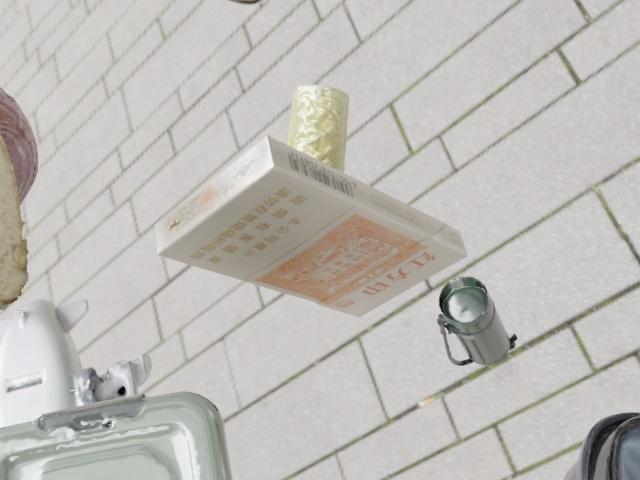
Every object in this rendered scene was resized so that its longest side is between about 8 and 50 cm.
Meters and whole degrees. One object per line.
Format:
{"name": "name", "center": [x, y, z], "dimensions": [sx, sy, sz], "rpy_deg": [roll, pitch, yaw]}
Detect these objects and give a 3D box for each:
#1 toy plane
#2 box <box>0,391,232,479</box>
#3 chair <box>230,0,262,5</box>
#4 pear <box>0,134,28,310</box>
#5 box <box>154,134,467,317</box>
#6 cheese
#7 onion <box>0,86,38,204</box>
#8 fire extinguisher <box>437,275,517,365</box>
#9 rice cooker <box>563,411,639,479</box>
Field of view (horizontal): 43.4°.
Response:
{"name": "toy plane", "center": [-0.318, 0.175, 0.922], "dimensions": [0.252, 0.118, 0.252], "rpy_deg": [-5, 55, 7]}
{"name": "box", "center": [-0.093, 0.169, 0.393], "dimensions": [0.123, 0.093, 0.172], "rpy_deg": [-10, 71, -3]}
{"name": "chair", "center": [-0.055, -0.404, 0.847], "dimensions": [0.272, 0.166, 0.188], "rpy_deg": [-45, 13, 41]}
{"name": "pear", "center": [-0.407, -0.078, 0.592], "dimensions": [0.191, 0.340, 0.387], "rpy_deg": [-27, 83, 9]}
{"name": "box", "center": [0.000, 0.001, 1.012], "dimensions": [0.204, 0.365, 0.051], "rpy_deg": [-34, 53, 31]}
{"name": "cheese", "center": [-0.008, -0.142, 1.208], "dimensions": [0.093, 0.123, 0.167], "rpy_deg": [4, 90, 4]}
{"name": "onion", "center": [-0.464, -0.097, 0.910], "dimensions": [0.272, 0.256, 0.231], "rpy_deg": [-46, 15, 47]}
{"name": "fire extinguisher", "center": [0.080, 0.048, 0.419], "dimensions": [0.038, 0.083, 0.025], "rpy_deg": [-32, 55, 6]}
{"name": "rice cooker", "center": [0.432, 0.359, 1.019], "dimensions": [0.267, 0.267, 0.225], "rpy_deg": [59, 158, 34]}
